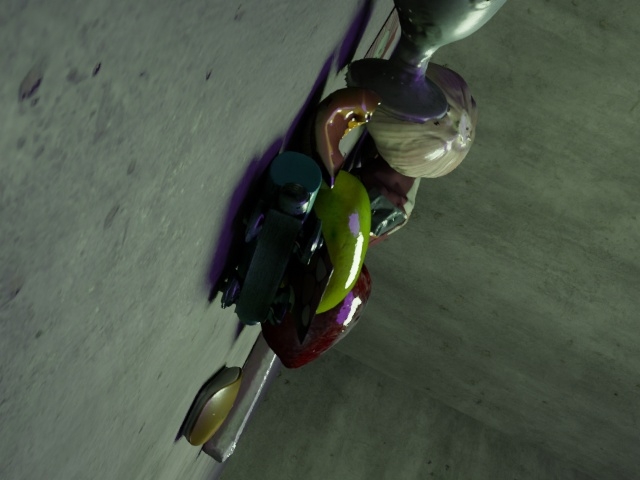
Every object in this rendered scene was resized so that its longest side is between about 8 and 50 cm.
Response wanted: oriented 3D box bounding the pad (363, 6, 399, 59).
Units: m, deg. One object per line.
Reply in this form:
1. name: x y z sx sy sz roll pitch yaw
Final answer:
1. pad: 0.114 -0.368 1.448 0.299 0.005 0.202 -62 176 -30

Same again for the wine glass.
1. wine glass: 0.170 -0.348 1.047 0.357 0.191 0.190 -63 178 39

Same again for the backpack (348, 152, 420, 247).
1. backpack: 0.120 -0.092 2.032 0.317 0.197 0.283 -42 -171 39

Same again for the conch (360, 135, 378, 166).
1. conch: 0.220 -0.259 2.291 0.352 0.210 0.297 1 124 -48

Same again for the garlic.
1. garlic: 0.272 -0.302 1.877 0.318 0.259 0.317 -16 116 -35

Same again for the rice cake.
1. rice cake: -0.188 0.385 1.869 0.364 0.073 0.056 -63 173 -8

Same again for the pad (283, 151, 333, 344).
1. pad: -0.031 0.008 1.021 0.235 0.003 0.158 -108 -151 -43

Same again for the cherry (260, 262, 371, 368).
1. cherry: -0.015 0.117 1.464 0.300 0.203 0.230 -64 180 8

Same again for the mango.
1. mango: -0.001 -0.003 1.166 0.185 0.149 0.273 -95 -158 -53

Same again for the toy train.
1. toy train: -0.059 0.000 0.970 0.159 0.101 0.248 -79 -171 -45

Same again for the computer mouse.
1. computer mouse: -0.196 0.308 1.402 0.125 0.056 0.245 -64 178 3

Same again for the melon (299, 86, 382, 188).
1. melon: 0.006 -0.147 1.038 0.128 0.079 0.160 -21 -142 62
